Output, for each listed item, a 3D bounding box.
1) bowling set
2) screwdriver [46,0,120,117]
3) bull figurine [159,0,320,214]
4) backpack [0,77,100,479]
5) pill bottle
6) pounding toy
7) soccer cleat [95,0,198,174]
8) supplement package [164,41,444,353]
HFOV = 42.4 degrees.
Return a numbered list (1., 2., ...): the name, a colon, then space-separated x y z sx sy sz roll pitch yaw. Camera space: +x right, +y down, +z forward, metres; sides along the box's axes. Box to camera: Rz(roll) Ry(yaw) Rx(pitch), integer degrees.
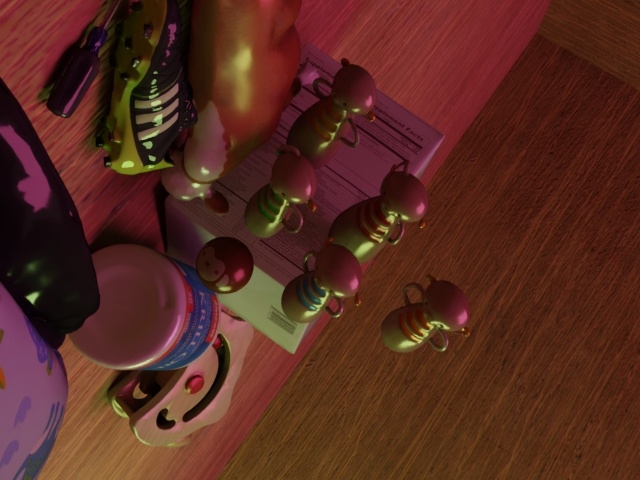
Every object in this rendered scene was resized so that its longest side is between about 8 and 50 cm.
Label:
1. bowling set: 0.000 0.000 0.756 0.200 0.286 0.154 -24 171 -31
2. screwdriver: -0.151 -0.165 0.596 0.169 0.024 0.025 -63 -161 -4
3. bull figurine: -0.067 -0.163 0.753 0.188 0.101 0.310 -56 175 -36
4. backpack: -0.256 0.099 0.356 0.356 0.273 0.290 -39 170 -23
5. pill bottle: -0.176 0.078 0.889 0.124 0.124 0.221 -57 170 -3
6. pounding toy: -0.218 0.177 1.146 0.154 0.155 0.269 2 114 -45
7. soccer cleat: -0.129 -0.122 0.654 0.072 0.060 0.178 -8 146 -31
8. supplement package: -0.024 -0.045 0.978 0.262 0.198 0.199 -52 174 -23
